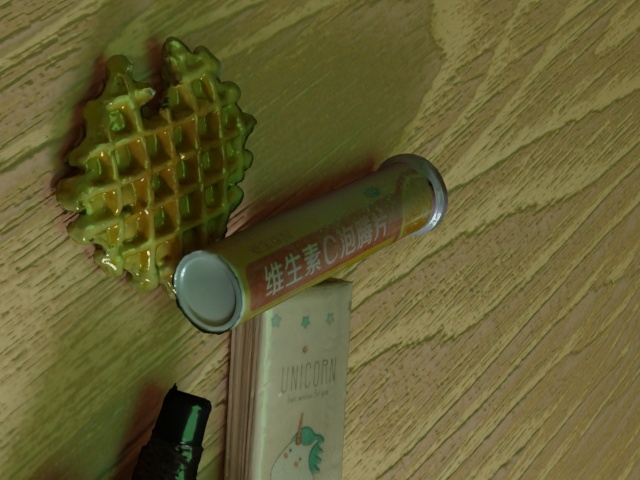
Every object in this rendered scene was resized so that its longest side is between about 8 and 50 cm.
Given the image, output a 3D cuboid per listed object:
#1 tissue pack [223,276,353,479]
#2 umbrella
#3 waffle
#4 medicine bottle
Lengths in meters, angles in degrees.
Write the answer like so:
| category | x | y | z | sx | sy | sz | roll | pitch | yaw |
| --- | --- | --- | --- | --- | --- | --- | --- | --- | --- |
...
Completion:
| category | x | y | z | sx | sy | sz | roll | pitch | yaw |
| --- | --- | --- | --- | --- | --- | --- | --- | --- | --- |
| tissue pack | -0.040 | 0.210 | 1.553 | 0.170 | 0.071 | 0.326 | -5 | 101 | -48 |
| umbrella | -0.185 | 0.316 | 1.386 | 0.090 | 0.094 | 0.326 | 17 | 85 | -7 |
| waffle | -0.160 | -0.077 | 1.353 | 0.250 | 0.056 | 0.261 | 38 | 67 | -49 |
| medicine bottle | 0.000 | 0.000 | 1.492 | 0.426 | 0.108 | 0.108 | -27 | 119 | -51 |
